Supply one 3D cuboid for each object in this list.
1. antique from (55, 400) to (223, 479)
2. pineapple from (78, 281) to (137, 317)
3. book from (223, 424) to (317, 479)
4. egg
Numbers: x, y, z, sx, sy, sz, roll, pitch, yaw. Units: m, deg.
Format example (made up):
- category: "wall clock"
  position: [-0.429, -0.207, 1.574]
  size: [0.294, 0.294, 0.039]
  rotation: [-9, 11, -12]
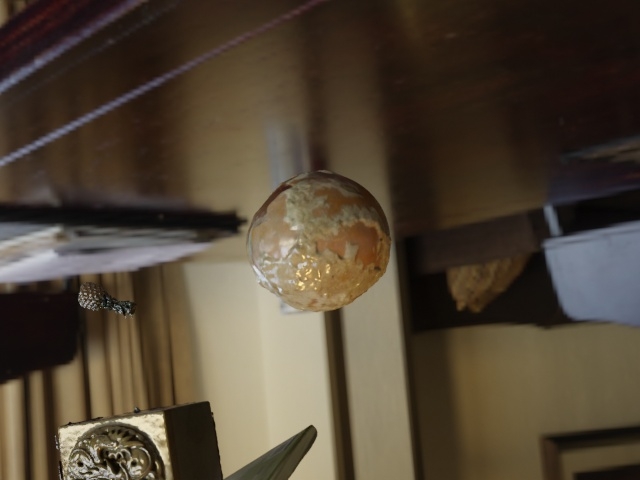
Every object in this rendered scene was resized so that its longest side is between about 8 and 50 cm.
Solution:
- category: "antique"
  position: [-0.211, 0.269, 1.331]
  size: [0.152, 0.146, 0.148]
  rotation: [-12, 175, 18]
- category: "pineapple"
  position: [-0.424, 0.120, 2.312]
  size: [0.124, 0.058, 0.058]
  rotation: [12, 177, 17]
- category: "book"
  position: [-0.167, 0.392, 1.629]
  size: [0.352, 0.035, 0.239]
  rotation: [-36, -177, 26]
- category: "egg"
  position: [0.000, 0.000, 1.557]
  size: [0.195, 0.194, 0.233]
  rotation: [-9, -169, 26]
